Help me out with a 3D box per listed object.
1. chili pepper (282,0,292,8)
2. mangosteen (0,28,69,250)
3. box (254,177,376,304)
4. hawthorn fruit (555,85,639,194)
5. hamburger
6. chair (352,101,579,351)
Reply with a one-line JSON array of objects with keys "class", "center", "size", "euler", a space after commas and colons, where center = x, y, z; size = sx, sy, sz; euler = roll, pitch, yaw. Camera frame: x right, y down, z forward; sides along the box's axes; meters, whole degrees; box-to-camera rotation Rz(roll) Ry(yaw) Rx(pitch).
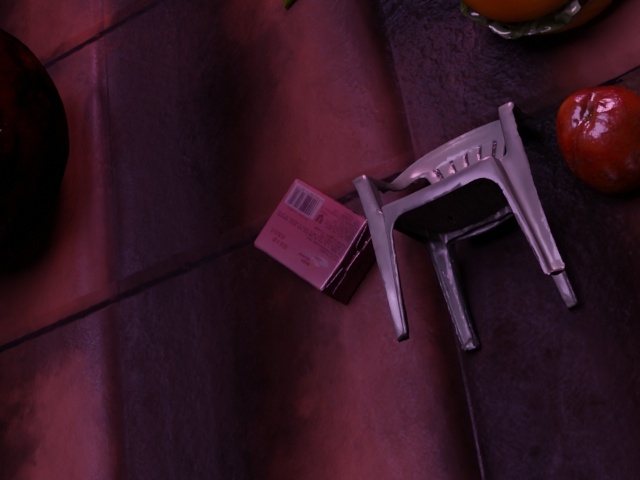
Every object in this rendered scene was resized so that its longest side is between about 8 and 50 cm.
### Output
[{"class": "chili pepper", "center": [-0.021, -0.362, 1.601], "size": [0.083, 0.017, 0.030], "euler": [-11, 65, 30]}, {"class": "mangosteen", "center": [-0.592, -0.139, 1.678], "size": [0.421, 0.381, 0.380], "euler": [-20, 59, 38]}, {"class": "box", "center": [0.000, 0.000, 1.395], "size": [0.156, 0.060, 0.111], "euler": [35, 91, 42]}, {"class": "hawthorn fruit", "center": [0.313, -0.114, 1.196], "size": [0.128, 0.128, 0.128], "euler": [-15, 62, 29]}, {"class": "hamburger", "center": [0.241, -0.359, 1.292], "size": [0.246, 0.170, 0.246], "euler": [-3, 85, 40]}, {"class": "chair", "center": [0.165, -0.030, 1.234], "size": [0.203, 0.190, 0.274], "euler": [-24, 65, 23]}]
